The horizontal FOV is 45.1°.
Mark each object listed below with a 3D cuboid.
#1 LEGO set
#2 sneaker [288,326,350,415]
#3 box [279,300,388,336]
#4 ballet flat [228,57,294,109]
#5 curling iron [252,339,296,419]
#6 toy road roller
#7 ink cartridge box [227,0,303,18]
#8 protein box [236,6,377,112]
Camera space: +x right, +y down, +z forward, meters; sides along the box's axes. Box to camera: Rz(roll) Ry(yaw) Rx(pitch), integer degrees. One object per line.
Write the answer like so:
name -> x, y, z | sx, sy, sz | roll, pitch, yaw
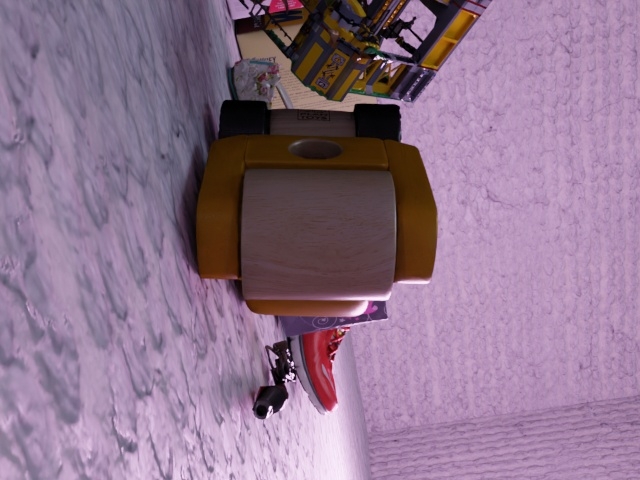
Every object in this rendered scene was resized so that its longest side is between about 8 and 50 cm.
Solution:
LEGO set -> 0.030, -0.300, 0.796 | 0.255, 0.192, 0.331 | 4, 43, -47
sneaker -> 0.008, 0.139, 1.248 | 0.107, 0.118, 0.279 | 65, 17, -75
box -> 0.000, 0.000, 1.098 | 0.142, 0.163, 0.247 | -97, 176, -47
ballet flat -> -0.069, -0.156, 1.099 | 0.241, 0.077, 0.091 | 77, 5, -52
curling iron -> -0.056, 0.162, 0.860 | 0.274, 0.035, 0.068 | -19, 96, -87
toy road roller -> -0.008, 0.002, 0.799 | 0.329, 0.203, 0.240 | -93, -176, -63
ink cartridge box -> -0.091, -0.402, 1.092 | 0.150, 0.109, 0.063 | 77, 6, -47
protein box -> -0.019, -0.304, 1.255 | 0.201, 0.200, 0.136 | 76, 6, -48
